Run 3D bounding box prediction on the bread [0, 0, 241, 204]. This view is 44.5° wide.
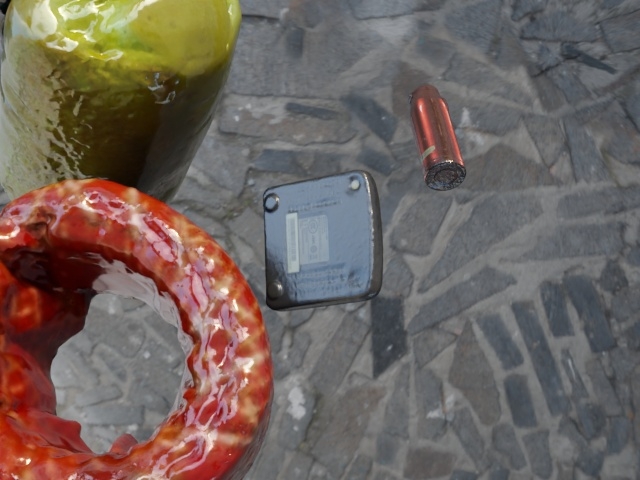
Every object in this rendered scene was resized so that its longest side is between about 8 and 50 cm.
[{"bbox_3d":[-0.242,-0.158,0.876,0.251,0.208,0.376,10,147,-21],"label":"bread"}]

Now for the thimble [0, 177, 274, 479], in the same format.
[{"bbox_3d":[-0.216,0.133,0.785,0.351,0.230,0.350,0,71,1],"label":"thimble"}]

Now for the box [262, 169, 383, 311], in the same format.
[{"bbox_3d":[0.000,0.000,0.741,0.125,0.027,0.126,-10,74,30],"label":"box"}]

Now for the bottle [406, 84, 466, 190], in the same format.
[{"bbox_3d":[0.154,-0.144,1.053,0.060,0.164,0.060,-4,141,-3],"label":"bottle"}]
